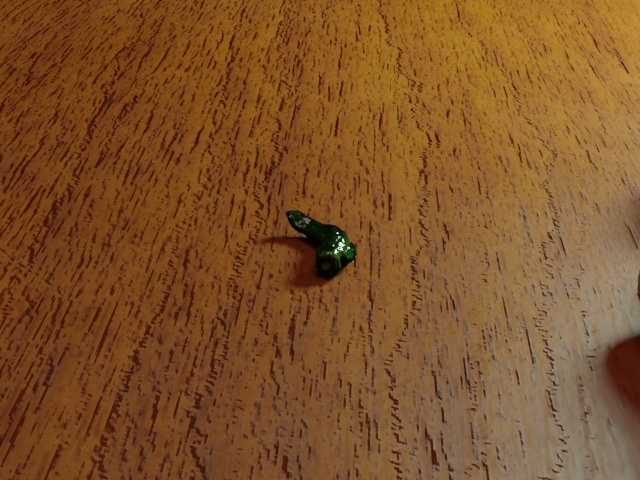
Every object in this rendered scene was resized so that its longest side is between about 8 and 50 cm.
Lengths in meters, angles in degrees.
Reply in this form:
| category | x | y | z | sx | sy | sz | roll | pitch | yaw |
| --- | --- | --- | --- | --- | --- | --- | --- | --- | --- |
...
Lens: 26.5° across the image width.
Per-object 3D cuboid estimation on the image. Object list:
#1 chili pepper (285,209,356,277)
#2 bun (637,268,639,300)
| category | x | y | z | sx | sy | sz | roll | pitch | yaw |
| --- | --- | --- | --- | --- | --- | --- | --- | --- | --- |
| chili pepper | 0.008 | -0.002 | 1.313 | 0.055 | 0.035 | 0.118 | 13 | 22 | -25 |
| bun | 0.390 | 0.018 | 1.156 | 0.145 | 0.229 | 0.229 | 29 | 13 | -25 |
